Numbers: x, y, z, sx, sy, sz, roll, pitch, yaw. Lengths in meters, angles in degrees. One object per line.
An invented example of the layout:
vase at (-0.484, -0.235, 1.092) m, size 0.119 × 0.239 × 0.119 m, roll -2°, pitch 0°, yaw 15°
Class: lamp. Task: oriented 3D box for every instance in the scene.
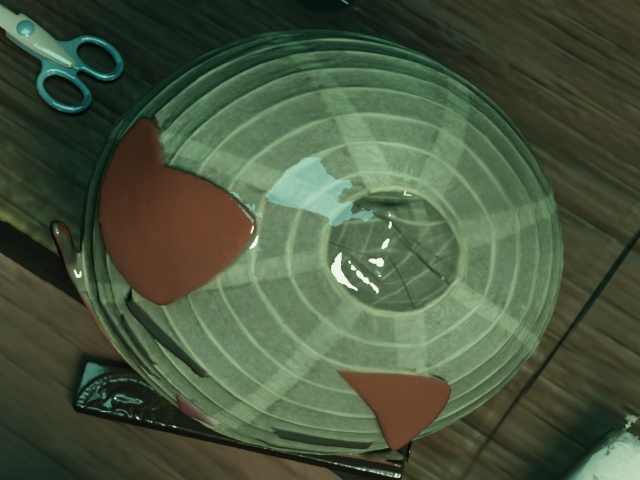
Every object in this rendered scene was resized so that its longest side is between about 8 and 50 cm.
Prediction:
lamp at (0.000, 0.000, 0.987) m, size 0.265 × 0.233 × 0.233 m, roll 26°, pitch 62°, yaw -14°

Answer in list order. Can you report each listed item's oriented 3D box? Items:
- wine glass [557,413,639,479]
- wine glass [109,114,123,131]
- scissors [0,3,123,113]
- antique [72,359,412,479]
wine glass at (0.103, 0.201, 0.990) m, size 0.074 × 0.074 × 0.262 m, roll 37°, pitch 66°, yaw 14°
wine glass at (-0.095, -0.040, 1.113) m, size 0.039 × 0.042 × 0.083 m, roll -2°, pitch 56°, yaw -38°
scissors at (-0.181, -0.126, 1.165) m, size 0.119 × 0.014 × 0.058 m, roll 36°, pitch 65°, yaw 10°
antique at (-0.043, 0.103, 1.057) m, size 0.192 × 0.015 × 0.031 m, roll 12°, pitch 63°, yaw 2°
